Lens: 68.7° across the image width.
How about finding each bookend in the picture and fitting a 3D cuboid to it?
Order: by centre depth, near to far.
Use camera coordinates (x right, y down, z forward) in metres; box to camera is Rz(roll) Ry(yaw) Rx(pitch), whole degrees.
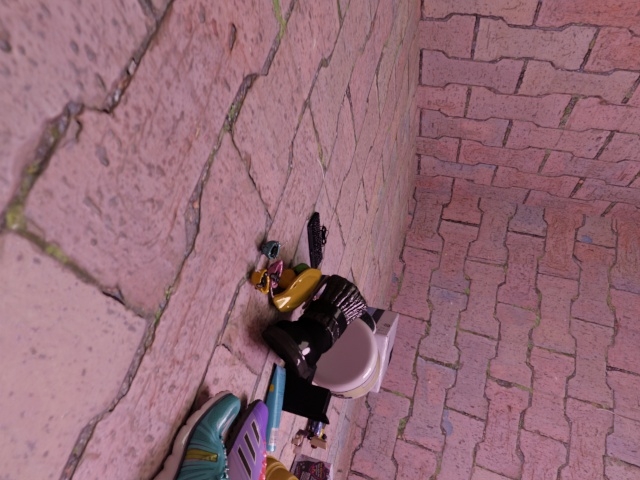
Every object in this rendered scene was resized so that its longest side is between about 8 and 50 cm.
[{"bbox_3d":[-0.031,0.403,1.297,0.072,0.156,0.157,76,28,-57],"label":"bookend"}]

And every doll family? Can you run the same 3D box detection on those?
[{"bbox_3d":[-0.014,0.720,1.758,0.193,0.075,0.112,63,45,-59],"label":"doll family"}]

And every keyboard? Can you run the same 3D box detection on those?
[{"bbox_3d":[0.000,0.000,1.348,0.192,0.038,0.100,87,21,-45],"label":"keyboard"}]

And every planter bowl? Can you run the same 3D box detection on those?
[{"bbox_3d":[-0.103,0.673,1.212,0.217,0.090,0.217,44,39,-52],"label":"planter bowl"}]

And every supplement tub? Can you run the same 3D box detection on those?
[{"bbox_3d":[0.077,0.386,1.527,0.325,0.235,0.236,68,36,-63],"label":"supplement tub"}]

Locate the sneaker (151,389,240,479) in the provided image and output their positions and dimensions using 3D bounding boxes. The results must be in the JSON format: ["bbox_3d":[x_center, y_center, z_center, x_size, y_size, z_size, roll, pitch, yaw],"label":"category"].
[{"bbox_3d":[-0.195,0.383,0.778,0.275,0.109,0.107,-64,159,-44],"label":"sneaker"}]

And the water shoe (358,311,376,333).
[{"bbox_3d":[0.123,0.282,1.706,0.072,0.203,0.080,-26,144,-30],"label":"water shoe"}]

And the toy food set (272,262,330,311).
[{"bbox_3d":[-0.064,0.106,1.158,0.128,0.071,0.218,-54,162,3],"label":"toy food set"}]

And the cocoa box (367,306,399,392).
[{"bbox_3d":[0.167,0.414,1.883,0.347,0.227,0.232,-21,120,-72],"label":"cocoa box"}]

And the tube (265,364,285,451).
[{"bbox_3d":[-0.121,0.430,1.208,0.080,0.052,0.207,75,25,-68],"label":"tube"}]

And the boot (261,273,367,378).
[{"bbox_3d":[-0.002,0.193,1.144,0.260,0.131,0.348,-46,166,-12],"label":"boot"}]

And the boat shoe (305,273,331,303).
[{"bbox_3d":[-0.005,0.149,1.401,0.183,0.066,0.066,-17,123,-62],"label":"boat shoe"}]

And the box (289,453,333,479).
[{"bbox_3d":[-0.037,0.893,1.656,0.163,0.142,0.247,-63,159,-44],"label":"box"}]

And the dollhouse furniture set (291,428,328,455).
[{"bbox_3d":[-0.039,0.707,1.575,0.091,0.114,0.081,11,94,-77],"label":"dollhouse furniture set"}]

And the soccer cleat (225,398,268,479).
[{"bbox_3d":[-0.156,0.504,0.991,0.109,0.116,0.319,74,31,-59],"label":"soccer cleat"}]

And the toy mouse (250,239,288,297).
[{"bbox_3d":[-0.108,0.050,1.001,0.161,0.031,0.143,82,25,-51],"label":"toy mouse"}]
